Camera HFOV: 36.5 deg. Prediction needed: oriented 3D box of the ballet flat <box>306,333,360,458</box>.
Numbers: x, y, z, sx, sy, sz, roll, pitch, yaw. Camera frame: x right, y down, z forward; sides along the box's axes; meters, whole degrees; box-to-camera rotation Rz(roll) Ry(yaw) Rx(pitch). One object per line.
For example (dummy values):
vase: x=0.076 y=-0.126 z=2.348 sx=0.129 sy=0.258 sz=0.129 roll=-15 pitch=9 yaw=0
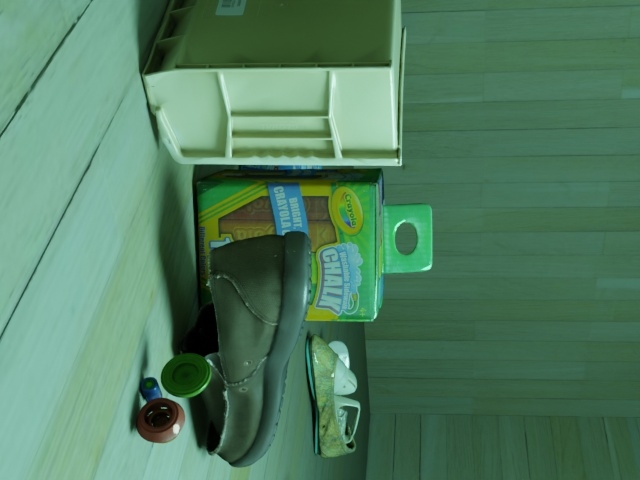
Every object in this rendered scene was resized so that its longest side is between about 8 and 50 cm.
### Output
ballet flat: x=0.035 y=0.365 z=2.268 sx=0.123 sy=0.123 sz=0.348 roll=-78 pitch=166 yaw=-60

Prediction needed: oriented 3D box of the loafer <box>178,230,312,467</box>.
loafer: x=-0.102 y=0.125 z=1.141 sx=0.134 sy=0.130 sz=0.366 roll=-92 pitch=-167 yaw=-51

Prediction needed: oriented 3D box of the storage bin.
storage bin: x=-0.038 y=-0.211 z=1.076 sx=0.262 sy=0.260 sz=0.123 roll=-83 pitch=171 yaw=-46

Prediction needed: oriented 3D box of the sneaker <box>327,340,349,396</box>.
sneaker: x=0.024 y=0.349 z=2.415 sx=0.094 sy=0.080 sz=0.212 roll=-138 pitch=-127 yaw=-83

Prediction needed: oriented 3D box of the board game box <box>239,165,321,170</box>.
board game box: x=-0.060 y=-0.113 z=1.616 sx=0.308 sy=0.086 sz=0.302 roll=75 pitch=17 yaw=-65

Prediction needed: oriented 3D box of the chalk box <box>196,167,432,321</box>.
chalk box: x=0.000 y=0.000 z=1.260 sx=0.179 sy=0.289 sz=0.180 roll=-56 pitch=144 yaw=-78

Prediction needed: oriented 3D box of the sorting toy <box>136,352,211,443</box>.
sorting toy: x=-0.149 y=0.163 z=0.974 sx=0.102 sy=0.061 sz=0.042 roll=-57 pitch=155 yaw=-34
